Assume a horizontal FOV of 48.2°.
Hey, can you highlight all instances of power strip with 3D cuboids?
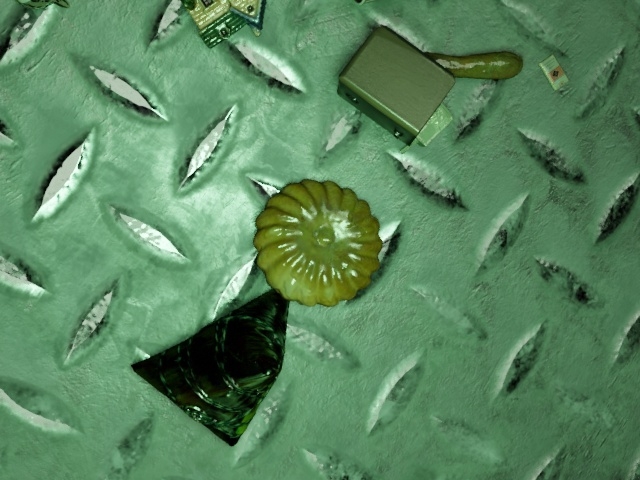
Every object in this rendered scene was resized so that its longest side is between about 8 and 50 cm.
[{"bbox_3d":[0.261,-0.284,1.824,0.075,0.042,0.175,45,85,-12],"label":"power strip"}]

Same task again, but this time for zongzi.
[{"bbox_3d":[-0.192,0.259,1.721,0.319,0.362,0.383,44,124,-14],"label":"zongzi"}]

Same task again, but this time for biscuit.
[{"bbox_3d":[0.000,0.000,1.734,0.326,0.107,0.325,3,78,-12],"label":"biscuit"}]

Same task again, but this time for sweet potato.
[{"bbox_3d":[0.387,-0.445,1.826,0.274,0.075,0.075,-1,95,-7],"label":"sweet potato"}]

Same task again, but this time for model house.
[{"bbox_3d":[-0.211,-0.539,1.658,0.183,0.166,0.172,-29,103,4],"label":"model house"}]

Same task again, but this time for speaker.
[{"bbox_3d":[0.177,-0.369,1.724,0.231,0.153,0.192,37,88,2],"label":"speaker"}]

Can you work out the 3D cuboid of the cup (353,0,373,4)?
[{"bbox_3d":[0.179,-0.724,1.704,0.273,0.208,0.288,-14,73,-10],"label":"cup"}]

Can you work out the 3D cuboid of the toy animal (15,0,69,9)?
[{"bbox_3d":[-0.632,-0.558,1.602,0.137,0.098,0.098,26,89,-19],"label":"toy animal"}]

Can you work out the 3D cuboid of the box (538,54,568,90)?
[{"bbox_3d":[0.618,-0.445,1.896,0.046,0.012,0.083,-36,99,-8],"label":"box"}]
